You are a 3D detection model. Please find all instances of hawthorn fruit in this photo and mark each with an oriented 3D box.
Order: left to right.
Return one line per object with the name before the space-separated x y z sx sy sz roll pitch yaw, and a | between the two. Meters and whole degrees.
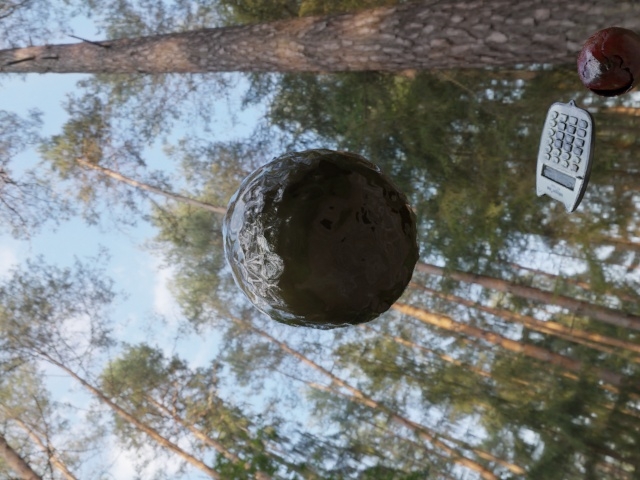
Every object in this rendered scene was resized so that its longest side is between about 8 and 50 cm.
hawthorn fruit | 0.622 -0.378 1.276 0.172 0.148 0.148 -35 -54 -61

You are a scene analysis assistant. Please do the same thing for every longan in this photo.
longan | -0.006 -0.005 1.274 0.405 0.436 0.403 -1 -87 -16

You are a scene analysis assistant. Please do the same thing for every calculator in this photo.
calculator | 0.606 -0.215 1.489 0.040 0.177 0.267 -12 -61 -16
